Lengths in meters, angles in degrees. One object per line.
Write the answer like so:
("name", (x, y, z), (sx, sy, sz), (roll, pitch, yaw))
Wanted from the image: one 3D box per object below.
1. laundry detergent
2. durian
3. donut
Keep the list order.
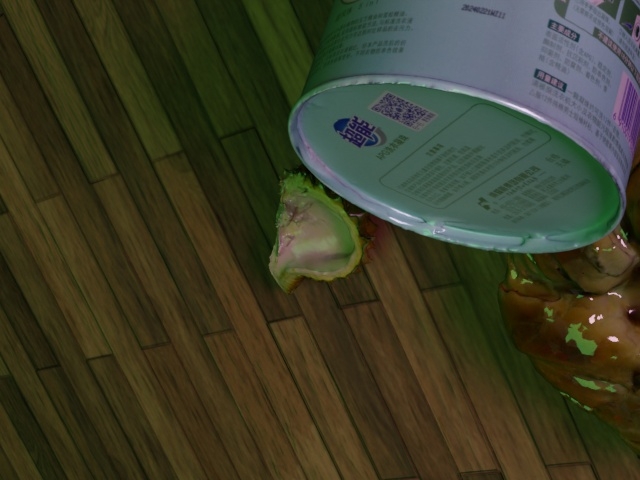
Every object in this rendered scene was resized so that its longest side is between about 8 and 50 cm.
("laundry detergent", (0.152, -0.186, 1.079), (0.287, 0.305, 0.287), (16, 159, 6))
("durian", (-0.001, -0.011, 1.476), (0.140, 0.078, 0.224), (31, 141, 1))
("donut", (0.344, 0.052, 1.203), (0.360, 0.170, 0.360), (18, 124, 29))
